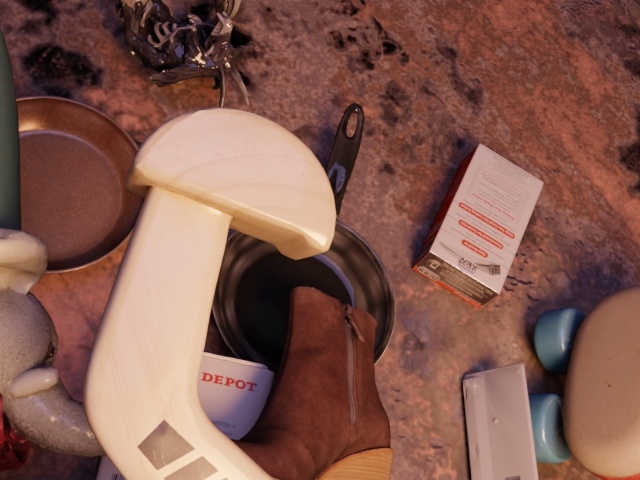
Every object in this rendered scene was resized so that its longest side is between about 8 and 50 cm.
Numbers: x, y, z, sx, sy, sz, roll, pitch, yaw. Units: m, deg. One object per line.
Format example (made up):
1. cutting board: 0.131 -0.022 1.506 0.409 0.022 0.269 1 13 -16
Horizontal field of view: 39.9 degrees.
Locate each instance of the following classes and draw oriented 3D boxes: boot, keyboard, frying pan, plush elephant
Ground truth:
1. boot: -0.029 0.138 0.770 0.248 0.090 0.207 27 52 -44
2. keyboard: 0.185 0.252 0.880 0.014 0.072 0.256 31 51 -50
3. frying pan: -0.028 0.002 0.931 0.197 0.053 0.326 -1 66 -20
4. plush elephant: -0.269 0.146 0.660 0.330 0.272 0.255 42 61 4

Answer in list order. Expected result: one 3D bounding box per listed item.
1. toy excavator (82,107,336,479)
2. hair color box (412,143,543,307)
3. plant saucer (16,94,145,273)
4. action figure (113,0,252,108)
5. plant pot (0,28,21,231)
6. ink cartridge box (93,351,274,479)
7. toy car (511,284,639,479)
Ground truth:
1. toy excavator: -0.054 0.203 0.528 0.445 0.222 0.433 46 74 -9
2. hair color box: 0.182 -0.018 1.011 0.093 0.053 0.167 31 59 -4
3. plant saucer: -0.275 -0.053 0.887 0.198 0.036 0.199 7 65 -15
4. action figure: -0.164 -0.272 0.967 0.276 0.141 0.164 49 50 9
5. plant pot: -0.381 -0.114 0.706 0.293 0.293 0.235 5 78 -16
6. ink cartridge box: -0.128 0.201 0.790 0.139 0.082 0.191 14 61 -12
7. toy car: 0.365 0.187 0.925 0.238 0.219 0.210 41 55 -30
